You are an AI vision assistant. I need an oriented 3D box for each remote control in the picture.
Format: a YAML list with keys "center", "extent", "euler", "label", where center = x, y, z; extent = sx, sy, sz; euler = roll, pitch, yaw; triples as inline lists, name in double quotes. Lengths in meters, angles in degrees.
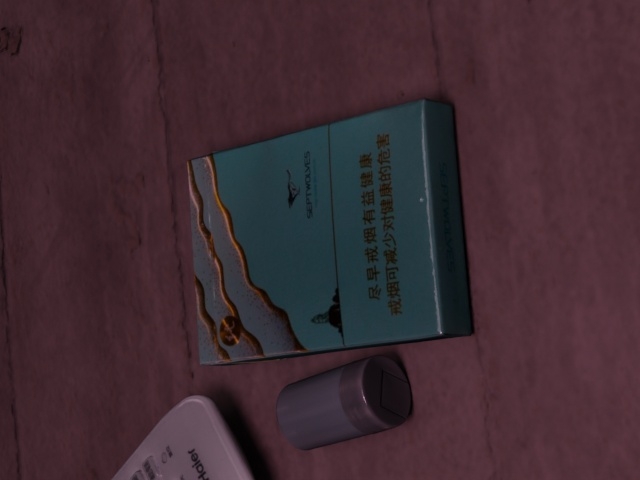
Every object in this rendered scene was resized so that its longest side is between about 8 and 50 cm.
- center: [-0.142, 0.242, 1.146]
  extent: [0.293, 0.051, 0.103]
  euler: [-49, 57, 32]
  label: "remote control"

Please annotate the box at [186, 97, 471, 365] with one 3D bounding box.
- center: [0.000, 0.000, 1.044]
  extent: [0.229, 0.041, 0.162]
  euler: [-11, 79, 40]
  label: "box"

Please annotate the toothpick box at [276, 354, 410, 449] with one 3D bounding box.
- center: [0.016, 0.114, 1.015]
  extent: [0.083, 0.052, 0.052]
  euler: [-21, 73, 39]
  label: "toothpick box"
